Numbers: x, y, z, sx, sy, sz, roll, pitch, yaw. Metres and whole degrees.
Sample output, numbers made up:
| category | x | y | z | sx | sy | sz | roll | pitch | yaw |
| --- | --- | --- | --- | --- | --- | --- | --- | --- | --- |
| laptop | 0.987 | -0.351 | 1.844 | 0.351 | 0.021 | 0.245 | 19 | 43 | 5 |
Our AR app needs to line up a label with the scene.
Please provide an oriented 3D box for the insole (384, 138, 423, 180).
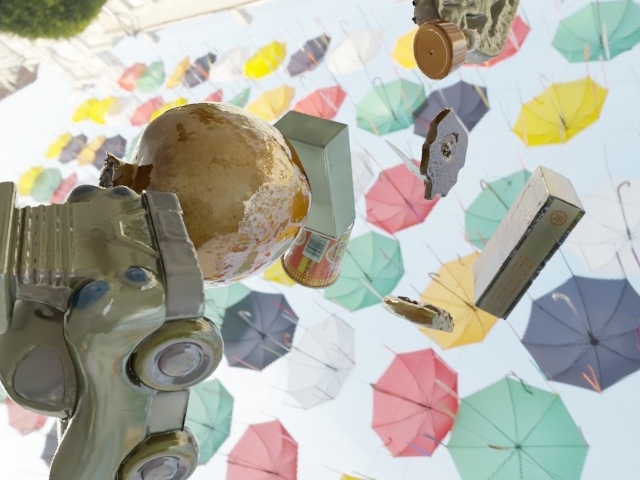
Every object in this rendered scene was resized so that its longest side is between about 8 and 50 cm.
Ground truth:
| category | x | y | z | sx | sy | sz | roll | pitch | yaw |
| --- | --- | --- | --- | --- | --- | --- | --- | --- | --- |
| insole | 0.218 | -0.189 | 1.393 | 0.109 | 0.322 | 0.007 | 43 | -82 | 18 |

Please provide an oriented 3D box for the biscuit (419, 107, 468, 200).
| category | x | y | z | sx | sy | sz | roll | pitch | yaw |
| --- | --- | --- | --- | --- | --- | --- | --- | --- | --- |
| biscuit | 0.286 | -0.192 | 1.346 | 0.034 | 0.182 | 0.215 | 12 | -107 | 40 |

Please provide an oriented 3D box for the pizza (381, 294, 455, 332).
| category | x | y | z | sx | sy | sz | roll | pitch | yaw |
| --- | --- | --- | --- | --- | --- | --- | --- | --- | --- |
| pizza | 0.254 | 0.180 | 1.413 | 0.292 | 0.197 | 0.058 | -178 | -74 | -81 |

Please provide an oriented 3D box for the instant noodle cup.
| category | x | y | z | sx | sy | sz | roll | pitch | yaw |
| --- | --- | --- | --- | --- | --- | --- | --- | --- | --- |
| instant noodle cup | 0.000 | 0.000 | 1.605 | 0.193 | 0.193 | 0.212 | -101 | -155 | -43 |

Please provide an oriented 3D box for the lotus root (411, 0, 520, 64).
| category | x | y | z | sx | sy | sz | roll | pitch | yaw |
| --- | --- | --- | --- | --- | --- | --- | --- | --- | --- |
| lotus root | 0.398 | -0.673 | 1.532 | 0.375 | 0.390 | 0.111 | -20 | -176 | -33 |

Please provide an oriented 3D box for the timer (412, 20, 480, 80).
| category | x | y | z | sx | sy | sz | roll | pitch | yaw |
| --- | --- | --- | --- | --- | --- | --- | --- | --- | --- |
| timer | 0.314 | -0.457 | 1.321 | 0.152 | 0.131 | 0.132 | -25 | -146 | -25 |

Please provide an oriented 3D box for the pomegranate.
| category | x | y | z | sx | sy | sz | roll | pitch | yaw |
| --- | --- | --- | --- | --- | --- | --- | --- | --- | --- |
| pomegranate | -0.175 | -0.069 | 0.868 | 0.319 | 0.319 | 0.319 | -23 | -133 | 27 |

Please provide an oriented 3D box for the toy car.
| category | x | y | z | sx | sy | sz | roll | pitch | yaw |
| --- | --- | --- | --- | --- | --- | --- | --- | --- | --- |
| toy car | -0.250 | 0.123 | 0.610 | 0.242 | 0.227 | 0.335 | 56 | -44 | 49 |

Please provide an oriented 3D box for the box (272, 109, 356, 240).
| category | x | y | z | sx | sy | sz | roll | pitch | yaw |
| --- | --- | --- | --- | --- | --- | --- | --- | --- | --- |
| box | -0.011 | -0.122 | 1.083 | 0.130 | 0.225 | 0.086 | 20 | -130 | 26 |

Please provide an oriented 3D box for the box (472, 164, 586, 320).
| category | x | y | z | sx | sy | sz | roll | pitch | yaw |
| --- | --- | --- | --- | --- | --- | --- | --- | --- | --- |
| box | 0.455 | 0.004 | 1.279 | 0.198 | 0.084 | 0.310 | -64 | 179 | -61 |
